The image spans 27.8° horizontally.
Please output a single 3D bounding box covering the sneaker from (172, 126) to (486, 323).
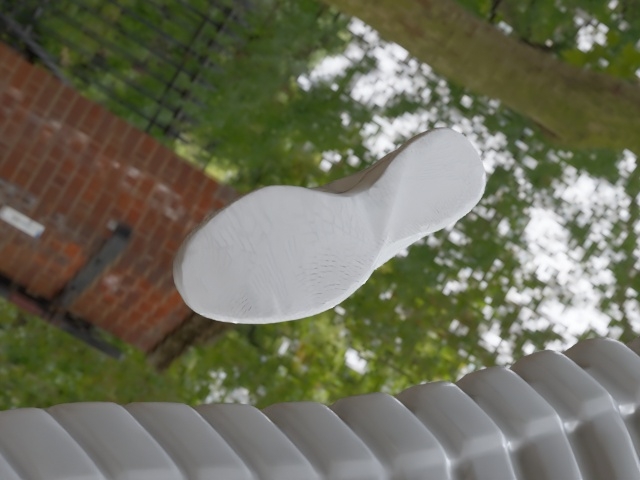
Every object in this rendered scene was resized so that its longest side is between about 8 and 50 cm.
[{"bbox_3d":[0.000,0.000,0.791,0.212,0.080,0.094,-22,177,-28],"label":"sneaker"}]

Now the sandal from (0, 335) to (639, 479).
[{"bbox_3d":[0.001,0.136,0.441,0.102,0.416,0.169,104,-29,-41],"label":"sandal"}]
